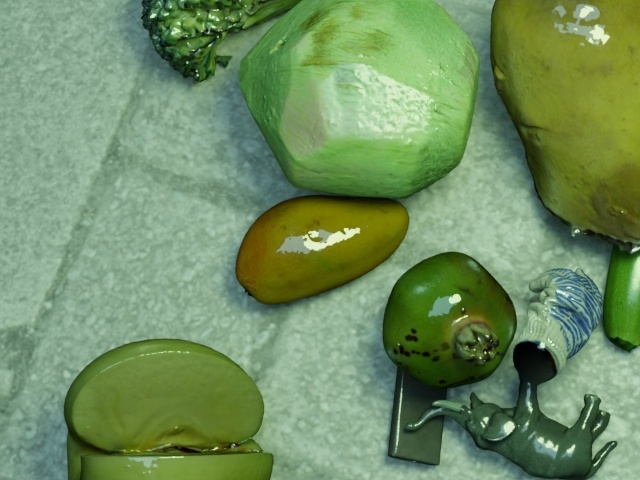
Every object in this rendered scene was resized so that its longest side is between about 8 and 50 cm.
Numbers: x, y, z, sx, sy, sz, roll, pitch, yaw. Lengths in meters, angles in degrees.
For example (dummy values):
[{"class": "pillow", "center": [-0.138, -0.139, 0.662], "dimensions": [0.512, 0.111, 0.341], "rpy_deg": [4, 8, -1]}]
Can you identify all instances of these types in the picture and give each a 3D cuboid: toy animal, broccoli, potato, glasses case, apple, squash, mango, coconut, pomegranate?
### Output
[{"class": "toy animal", "center": [0.261, 0.232, 1.773], "dimensions": [0.270, 0.082, 0.137], "rpy_deg": [19, 76, 6]}, {"class": "broccoli", "center": [-0.125, -0.354, 1.904], "dimensions": [0.275, 0.198, 0.177], "rpy_deg": [-25, 75, 1]}, {"class": "potato", "center": [0.380, -0.190, 1.711], "dimensions": [0.290, 0.296, 0.397], "rpy_deg": [-38, 52, -5]}, {"class": "glasses case", "center": [0.136, 0.206, 1.819], "dimensions": [0.072, 0.042, 0.190], "rpy_deg": [8, 77, -2]}, {"class": "apple", "center": [-0.198, 0.270, 1.718], "dimensions": [0.254, 0.292, 0.292], "rpy_deg": [2, 75, -22]}, {"class": "squash", "center": [0.437, 0.005, 1.812], "dimensions": [0.082, 0.082, 0.292], "rpy_deg": [12, 78, 9]}, {"class": "mango", "center": [0.000, 0.000, 1.848], "dimensions": [0.253, 0.113, 0.138], "rpy_deg": [-20, 75, 0]}, {"class": "coconut", "center": [0.047, -0.199, 1.805], "dimensions": [0.328, 0.281, 0.328], "rpy_deg": [0, 63, 1]}, {"class": "pomegranate", "center": [0.172, 0.109, 1.719], "dimensions": [0.180, 0.210, 0.180], "rpy_deg": [-2, 100, -11]}]

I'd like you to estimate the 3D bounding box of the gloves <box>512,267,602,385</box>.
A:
[{"class": "gloves", "center": [0.316, 0.102, 1.757], "dimensions": [0.097, 0.229, 0.119], "rpy_deg": [-3, 121, 22]}]
